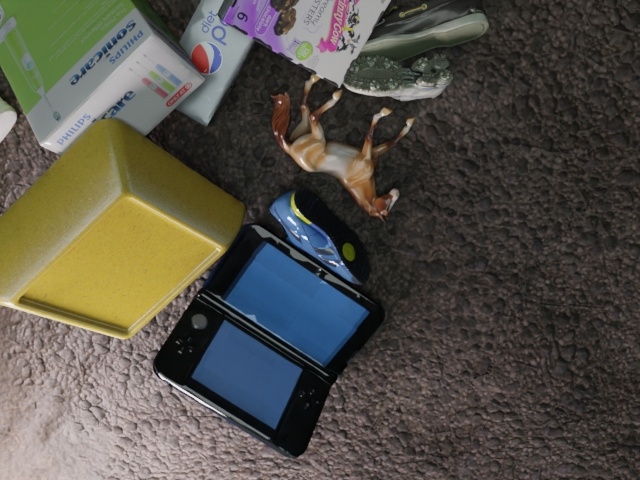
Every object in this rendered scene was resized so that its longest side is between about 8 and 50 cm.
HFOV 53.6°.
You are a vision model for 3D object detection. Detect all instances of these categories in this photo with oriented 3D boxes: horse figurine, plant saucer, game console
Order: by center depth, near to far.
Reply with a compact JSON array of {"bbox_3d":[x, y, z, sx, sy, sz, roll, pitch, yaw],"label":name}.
[{"bbox_3d":[-0.301,0.024,0.945,0.333,0.332,0.081,-42,57,9],"label":"plant saucer"},{"bbox_3d":[0.028,-0.154,1.015,0.263,0.066,0.174,21,115,-14],"label":"horse figurine"},{"bbox_3d":[-0.078,0.165,1.043,0.293,0.250,0.173,34,138,-8],"label":"game console"}]

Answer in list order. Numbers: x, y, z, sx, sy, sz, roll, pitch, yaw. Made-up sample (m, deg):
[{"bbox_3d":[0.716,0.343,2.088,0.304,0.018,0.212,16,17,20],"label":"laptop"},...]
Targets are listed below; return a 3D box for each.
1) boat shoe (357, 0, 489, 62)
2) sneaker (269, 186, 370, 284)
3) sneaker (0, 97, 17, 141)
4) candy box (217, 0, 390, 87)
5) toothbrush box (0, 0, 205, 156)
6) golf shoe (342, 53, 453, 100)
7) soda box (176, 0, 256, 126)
[{"bbox_3d":[0.139,-0.328,0.978,0.227,0.081,0.069,-11,80,9],"label":"boat shoe"},{"bbox_3d":[0.000,0.000,1.068,0.082,0.069,0.209,-25,117,41],"label":"sneaker"},{"bbox_3d":[-0.587,-0.156,1.019,0.094,0.080,0.212,41,93,2],"label":"sneaker"},{"bbox_3d":[-0.018,-0.337,0.888,0.196,0.070,0.165,23,110,-25],"label":"candy box"},{"bbox_3d":[-0.327,-0.269,0.890,0.206,0.122,0.283,-41,61,8],"label":"toothbrush box"},{"bbox_3d":[0.115,-0.241,0.991,0.176,0.086,0.069,0,70,-5],"label":"golf shoe"},{"bbox_3d":[-0.143,-0.323,0.966,0.098,0.091,0.286,29,102,-9],"label":"soda box"}]
